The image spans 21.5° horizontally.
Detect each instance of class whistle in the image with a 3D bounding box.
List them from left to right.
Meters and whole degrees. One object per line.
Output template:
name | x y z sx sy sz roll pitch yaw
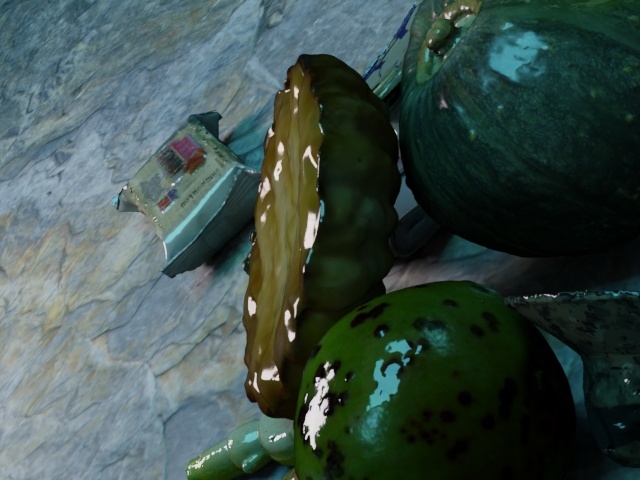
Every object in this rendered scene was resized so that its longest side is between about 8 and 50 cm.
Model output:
whistle | -0.051 0.182 1.603 0.198 0.057 0.104 -29 29 26

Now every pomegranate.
pomegranate | 0.062 0.166 1.299 0.286 0.231 0.231 -47 24 20

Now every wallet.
wallet | 0.053 -0.028 1.749 0.170 0.069 0.231 -39 24 -31
wallet | 0.110 -0.197 1.849 0.223 0.077 0.309 -54 9 1

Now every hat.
hat | 0.255 0.099 1.194 0.265 0.265 0.128 -9 80 50

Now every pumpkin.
pumpkin | 0.215 -0.143 1.468 0.291 0.257 0.328 -33 34 51

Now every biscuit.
biscuit | -0.161 -0.060 2.090 0.186 0.079 0.309 -42 28 0
biscuit | 0.000 0.000 1.487 0.326 0.107 0.326 -175 90 -79
